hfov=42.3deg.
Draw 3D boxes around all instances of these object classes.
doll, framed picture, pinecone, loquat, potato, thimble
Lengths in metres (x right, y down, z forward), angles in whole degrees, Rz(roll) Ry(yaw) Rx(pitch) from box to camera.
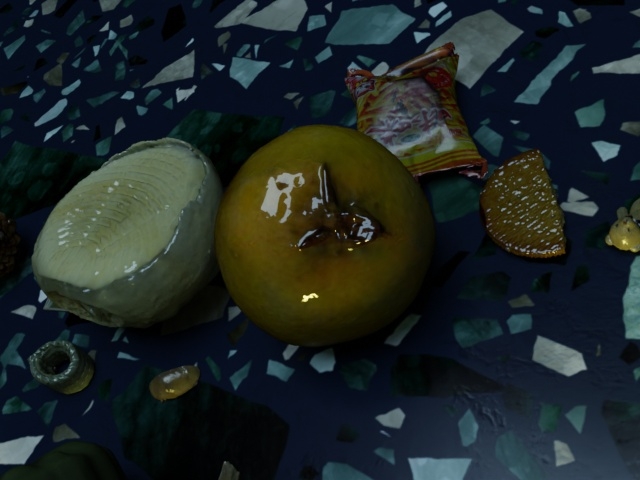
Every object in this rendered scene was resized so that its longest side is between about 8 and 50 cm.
[{"bbox_3d":[0.459,-0.024,1.212,0.061,0.051,0.093,27,44,37],"label":"doll"},{"bbox_3d":[-0.491,0.096,1.591,0.066,0.006,0.089,3,60,26],"label":"framed picture"},{"bbox_3d":[-0.683,0.011,1.649,0.174,0.173,0.173,-12,54,18],"label":"pinecone"},{"bbox_3d":[0.000,0.000,1.249,0.328,0.359,0.328,1,85,-12],"label":"loquat"},{"bbox_3d":[-0.244,0.235,1.362,0.093,0.036,0.037,-25,48,7],"label":"potato"},{"bbox_3d":[-0.456,0.222,1.454,0.110,0.062,0.084,0,60,25],"label":"thimble"}]

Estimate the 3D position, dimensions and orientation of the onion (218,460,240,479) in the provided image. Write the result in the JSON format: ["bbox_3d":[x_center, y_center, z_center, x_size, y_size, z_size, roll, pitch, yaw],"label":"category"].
[{"bbox_3d":[-0.157,0.486,0.978,0.358,0.358,0.345,-32,7,2],"label":"onion"}]

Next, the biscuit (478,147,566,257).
[{"bbox_3d":[0.312,-0.052,1.299,0.126,0.025,0.206,-15,53,16],"label":"biscuit"}]

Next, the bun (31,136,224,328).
[{"bbox_3d":[-0.307,0.006,1.440,0.364,0.202,0.364,-17,47,18],"label":"bun"}]

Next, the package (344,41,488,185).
[{"bbox_3d":[0.159,-0.202,1.425,0.223,0.108,0.288,-11,62,12],"label":"package"}]

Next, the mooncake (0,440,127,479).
[{"bbox_3d":[-0.422,0.427,1.134,0.351,0.351,0.187,-32,82,3],"label":"mooncake"}]
